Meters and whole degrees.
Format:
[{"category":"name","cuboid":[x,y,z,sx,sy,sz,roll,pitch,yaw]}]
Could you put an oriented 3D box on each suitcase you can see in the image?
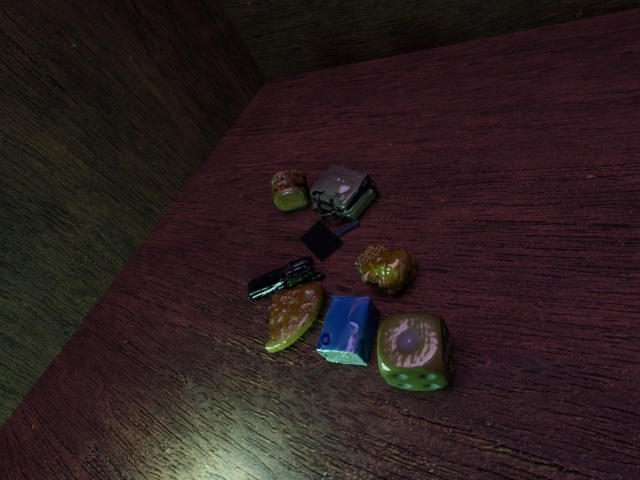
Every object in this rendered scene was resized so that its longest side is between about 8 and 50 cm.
[{"category":"suitcase","cuboid":[0.106,-0.257,2.287,0.351,0.194,0.339,27,73,44]}]

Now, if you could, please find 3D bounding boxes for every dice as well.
[{"category":"dice","cuboid":[0.354,0.412,1.505,0.238,0.233,0.227,-11,49,26]}]

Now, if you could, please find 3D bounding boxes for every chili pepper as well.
[{"category":"chili pepper","cuboid":[-0.082,0.196,2.056,0.216,0.062,0.108,-15,4,-9]}]

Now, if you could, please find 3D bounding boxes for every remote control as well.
[{"category":"remote control","cuboid":[-0.221,0.199,2.184,0.398,0.062,0.144,-26,44,10]},{"category":"remote control","cuboid":[0.142,-0.065,2.216,0.152,0.027,0.043,-28,49,11]}]

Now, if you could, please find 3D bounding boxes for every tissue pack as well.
[{"category":"tissue pack","cuboid":[0.120,0.381,1.743,0.198,0.146,0.263,-3,52,31]}]

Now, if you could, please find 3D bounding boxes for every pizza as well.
[{"category":"pizza","cuboid":[-0.139,0.353,1.957,0.277,0.114,0.409,16,62,41]}]

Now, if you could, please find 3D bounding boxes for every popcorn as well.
[{"category":"popcorn","cuboid":[0.313,0.128,1.814,0.253,0.190,0.191,-44,66,-14]}]

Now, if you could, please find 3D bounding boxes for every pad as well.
[{"category":"pad","cuboid":[0.000,0.000,2.253,0.159,0.009,0.265,-45,42,-1]}]

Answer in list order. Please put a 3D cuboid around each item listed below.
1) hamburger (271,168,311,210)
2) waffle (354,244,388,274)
[{"category":"hamburger","cuboid":[-0.178,-0.303,2.495,0.245,0.260,0.211,125,140,-50]},{"category":"waffle","cuboid":[0.261,0.097,1.987,0.191,0.038,0.191,-18,45,19]}]
